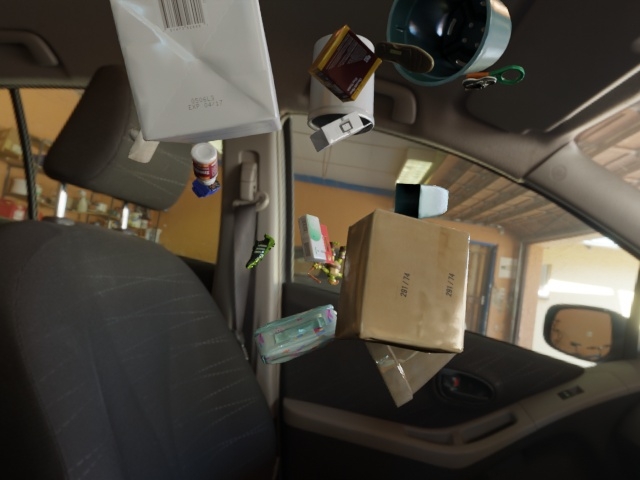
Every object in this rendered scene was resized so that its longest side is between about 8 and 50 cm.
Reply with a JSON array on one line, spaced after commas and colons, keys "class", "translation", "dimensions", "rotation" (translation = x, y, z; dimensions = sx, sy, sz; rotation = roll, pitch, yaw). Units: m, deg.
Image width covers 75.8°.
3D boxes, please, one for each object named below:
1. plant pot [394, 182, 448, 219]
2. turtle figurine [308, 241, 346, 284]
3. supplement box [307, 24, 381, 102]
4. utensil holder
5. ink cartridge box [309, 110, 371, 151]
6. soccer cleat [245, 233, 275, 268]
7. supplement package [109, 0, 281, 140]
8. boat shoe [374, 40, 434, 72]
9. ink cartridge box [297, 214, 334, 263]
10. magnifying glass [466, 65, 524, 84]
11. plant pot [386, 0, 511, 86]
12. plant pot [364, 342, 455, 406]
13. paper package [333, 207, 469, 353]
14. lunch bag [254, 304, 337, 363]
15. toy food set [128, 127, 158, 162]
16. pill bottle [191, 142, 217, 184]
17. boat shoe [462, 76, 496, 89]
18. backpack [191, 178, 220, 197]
[{"class": "plant pot", "translation": [0.511, -0.196, 2.031], "dimensions": [0.234, 0.166, 0.165], "rotation": [-3, 10, -32]}, {"class": "turtle figurine", "translation": [0.079, 0.127, 1.985], "dimensions": [0.269, 0.218, 0.087], "rotation": [18, -17, -13]}, {"class": "supplement box", "translation": [0.093, -0.681, 1.609], "dimensions": [0.194, 0.191, 0.129], "rotation": [34, 2, -24]}, {"class": "utensil holder", "translation": [0.106, -0.752, 2.023], "dimensions": [0.326, 0.387, 0.327], "rotation": [3, -4, 0]}, {"class": "ink cartridge box", "translation": [0.066, -0.364, 1.353], "dimensions": [0.180, 0.060, 0.104], "rotation": [-32, 9, -22]}, {"class": "soccer cleat", "translation": [-0.263, 0.046, 1.723], "dimensions": [0.072, 0.179, 0.060], "rotation": [40, -31, 1]}, {"class": "supplement package", "translation": [-0.163, -0.252, 0.639], "dimensions": [0.177, 0.176, 0.293], "rotation": [-10, 13, -3]}, {"class": "boat shoe", "translation": [0.260, -0.563, 1.253], "dimensions": [0.189, 0.068, 0.072], "rotation": [30, 30, 15]}, {"class": "ink cartridge box", "translation": [0.000, 0.000, 1.696], "dimensions": [0.056, 0.181, 0.224], "rotation": [-19, -16, 31]}, {"class": "magnifying glass", "translation": [0.751, -0.712, 1.773], "dimensions": [0.230, 0.026, 0.092], "rotation": [4, -22, 17]}, {"class": "plant pot", "translation": [0.451, -0.695, 1.364], "dimensions": [0.340, 0.342, 0.334], "rotation": [6, 20, 41]}, {"class": "plant pot", "translation": [0.301, 0.349, 1.393], "dimensions": [0.280, 0.324, 0.323], "rotation": [-27, -4, 0]}, {"class": "paper package", "translation": [0.216, 0.117, 1.076], "dimensions": [0.309, 0.326, 0.168], "rotation": [13, -18, -17]}, {"class": "lunch bag", "translation": [-0.068, 0.297, 1.316], "dimensions": [0.278, 0.108, 0.224], "rotation": [-19, -24, -10]}, {"class": "toy food set", "translation": [-0.536, -0.407, 1.330], "dimensions": [0.092, 0.220, 0.306], "rotation": [26, 26, -27]}, {"class": "pill bottle", "translation": [-0.403, -0.262, 1.438], "dimensions": [0.085, 0.086, 0.152], "rotation": [9, -29, -6]}, {"class": "boat shoe", "translation": [0.621, -0.610, 1.604], "dimensions": [0.125, 0.038, 0.046], "rotation": [-1, -20, 5]}, {"class": "backpack", "translation": [-0.541, -0.259, 1.940], "dimensions": [0.101, 0.098, 0.120], "rotation": [-30, 9, 25]}]
